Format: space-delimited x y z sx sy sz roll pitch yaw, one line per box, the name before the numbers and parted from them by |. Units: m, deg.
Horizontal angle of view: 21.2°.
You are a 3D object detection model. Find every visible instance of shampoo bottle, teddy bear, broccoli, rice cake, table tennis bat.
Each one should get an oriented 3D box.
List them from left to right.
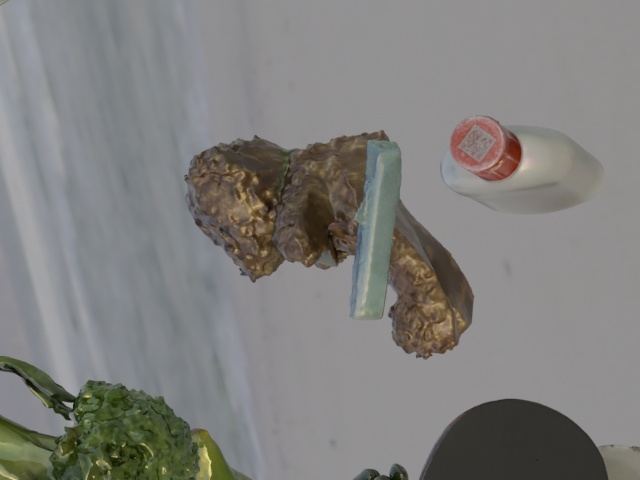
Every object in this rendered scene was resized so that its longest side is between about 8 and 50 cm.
broccoli | -0.250 0.194 1.255 0.186 0.302 0.254 -23 -50 -70
teddy bear | 0.003 0.010 1.771 0.296 0.222 0.246 64 -169 2
rice cake | 0.048 -0.007 1.599 0.030 0.042 0.180 -116 29 -62
table tennis bat | 0.125 0.249 1.223 0.021 0.154 0.274 161 125 -72
shampoo bottle | 0.147 -0.057 1.303 0.221 0.108 0.051 16 -110 -69

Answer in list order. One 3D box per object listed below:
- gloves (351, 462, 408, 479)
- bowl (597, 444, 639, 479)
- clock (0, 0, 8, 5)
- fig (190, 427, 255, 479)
gloves | 0.055 0.413 2.364 0.268 0.107 0.135 -63 40 31
bowl | 0.353 0.438 2.107 0.157 0.345 0.345 -34 68 46
clock | -0.309 -0.280 1.304 0.053 0.236 0.236 -39 66 65
fig | -0.125 0.307 1.831 0.206 0.206 0.275 -115 24 -42
